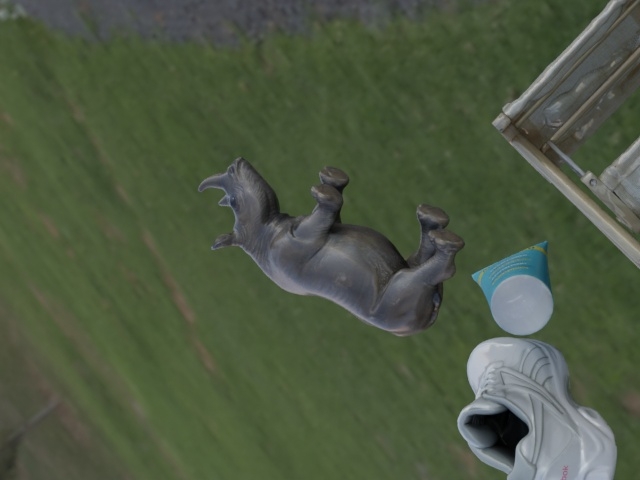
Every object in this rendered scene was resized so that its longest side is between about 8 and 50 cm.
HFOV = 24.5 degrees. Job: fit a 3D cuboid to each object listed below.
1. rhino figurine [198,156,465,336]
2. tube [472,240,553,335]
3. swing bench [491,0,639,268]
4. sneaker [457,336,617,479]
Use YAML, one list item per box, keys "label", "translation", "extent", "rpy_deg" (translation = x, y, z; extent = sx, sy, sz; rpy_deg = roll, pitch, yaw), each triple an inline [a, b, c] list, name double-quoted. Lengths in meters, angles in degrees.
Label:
- label: "rhino figurine"
  translation: [0.000, 0.000, 1.202]
  extent: [0.243, 0.073, 0.106]
  rpy_deg: [22, 115, 20]
- label: "tube"
  translation: [0.177, 0.037, 1.334]
  extent: [0.207, 0.080, 0.052]
  rpy_deg: [-66, -44, -79]
- label: "swing bench"
  translation: [0.385, -0.139, 1.757]
  extent: [0.255, 0.253, 0.165]
  rpy_deg: [47, -173, 16]
- label: "sneaker"
  translation: [0.168, 0.146, 1.307]
  extent: [0.115, 0.090, 0.232]
  rpy_deg: [9, -162, -21]
